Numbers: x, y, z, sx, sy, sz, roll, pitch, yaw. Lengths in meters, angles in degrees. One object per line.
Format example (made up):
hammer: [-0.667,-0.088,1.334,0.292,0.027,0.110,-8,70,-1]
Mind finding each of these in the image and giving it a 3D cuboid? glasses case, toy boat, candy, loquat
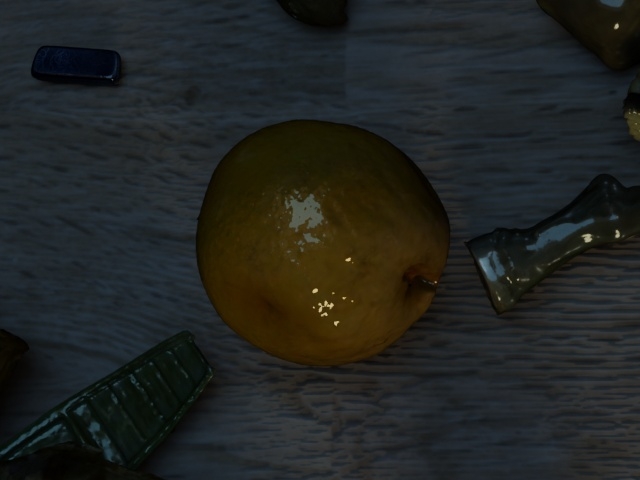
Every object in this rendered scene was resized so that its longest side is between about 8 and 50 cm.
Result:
glasses case: [-0.220,-0.158,1.638,0.083,0.023,0.033,5,67,11]
toy boat: [-0.209,0.185,1.522,0.293,0.055,0.093,-36,70,1]
candy: [0.295,-0.257,1.518,0.234,0.102,0.104,-44,71,-5]
loquat: [0.000,0.000,1.454,0.208,0.208,0.208,-3,74,11]

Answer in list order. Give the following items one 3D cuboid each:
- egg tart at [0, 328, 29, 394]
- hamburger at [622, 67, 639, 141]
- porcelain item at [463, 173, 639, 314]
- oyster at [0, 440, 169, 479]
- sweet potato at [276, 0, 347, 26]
egg tart: [-0.365,0.111,1.502,0.215,0.215,0.171,18,88,16]
hamburger: [0.356,-0.137,1.475,0.207,0.135,0.155,-14,55,22]
porcelain item: [0.227,-0.015,1.474,0.215,0.081,0.069,-25,85,3]
oyster: [-0.237,0.239,1.401,0.294,0.094,0.166,-22,49,-17]
sweet potato: [-0.053,-0.306,1.619,0.075,0.075,0.273,-31,70,2]
